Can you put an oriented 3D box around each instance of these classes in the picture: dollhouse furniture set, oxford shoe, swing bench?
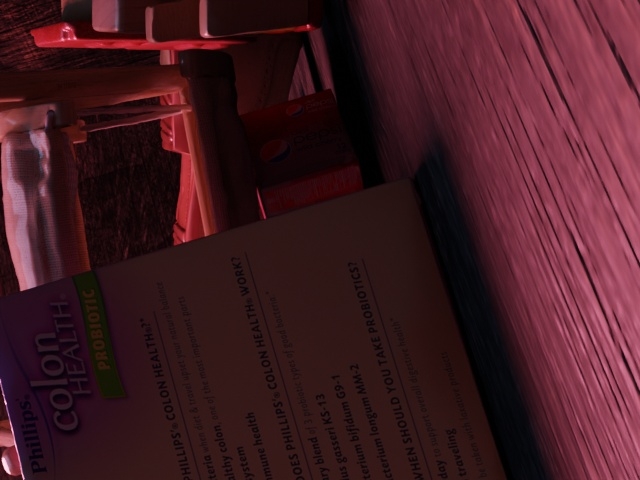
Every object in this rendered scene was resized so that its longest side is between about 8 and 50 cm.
[{"bbox_3d":[-0.083,-0.235,0.850,0.374,0.152,0.201,13,105,60],"label":"dollhouse furniture set"},{"bbox_3d":[-0.068,-0.011,1.158,0.140,0.147,0.396,-134,41,-70],"label":"oxford shoe"},{"bbox_3d":[-0.143,0.006,0.871,0.165,0.255,0.253,-8,94,60],"label":"swing bench"}]

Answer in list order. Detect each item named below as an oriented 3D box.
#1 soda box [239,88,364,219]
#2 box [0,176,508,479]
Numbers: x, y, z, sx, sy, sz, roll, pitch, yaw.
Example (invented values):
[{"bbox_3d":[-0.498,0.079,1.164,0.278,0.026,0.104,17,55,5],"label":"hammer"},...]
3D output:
[{"bbox_3d":[0.000,0.000,1.052,0.263,0.084,0.092,78,175,-50],"label":"soda box"},{"bbox_3d":[-0.035,0.109,0.681,0.117,0.243,0.213,90,163,-78],"label":"box"}]
